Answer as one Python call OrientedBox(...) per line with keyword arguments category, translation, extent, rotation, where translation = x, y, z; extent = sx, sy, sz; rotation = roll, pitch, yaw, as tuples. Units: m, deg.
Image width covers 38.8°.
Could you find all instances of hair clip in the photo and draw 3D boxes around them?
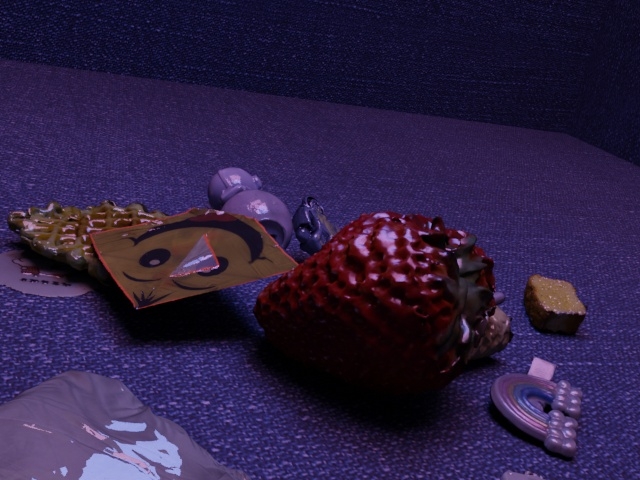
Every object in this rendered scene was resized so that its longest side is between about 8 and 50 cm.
OrientedBox(category="hair clip", translation=(0.325, 0.246, 1.377), extent=(0.140, 0.054, 0.220), rotation=(24, 24, 11))

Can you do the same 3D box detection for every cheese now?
OrientedBox(category="cheese", translation=(0.223, 0.153, 1.504), extent=(0.167, 0.094, 0.123), rotation=(-8, 35, -39))

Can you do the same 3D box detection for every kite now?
OrientedBox(category="kite", translation=(-0.214, 0.025, 1.428), extent=(0.377, 0.013, 0.327), rotation=(8, 30, 14))

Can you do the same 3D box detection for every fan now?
OrientedBox(category="fan", translation=(-0.467, 0.023, 1.550), extent=(0.190, 0.009, 0.329), rotation=(7, 20, -16))

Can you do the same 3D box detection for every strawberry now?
OrientedBox(category="strawberry", translation=(0.076, 0.097, 1.340), extent=(0.351, 0.267, 0.312), rotation=(-15, -2, 28))

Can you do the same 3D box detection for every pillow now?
OrientedBox(category="pillow", translation=(-0.221, 0.253, 0.857), extent=(0.283, 0.138, 0.310), rotation=(27, 24, 15))

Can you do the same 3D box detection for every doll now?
OrientedBox(category="doll", translation=(-0.151, -0.060, 1.771), extent=(0.151, 0.151, 0.287), rotation=(4, 24, -23))

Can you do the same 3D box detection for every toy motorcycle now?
OrientedBox(category="toy motorcycle", translation=(0.000, 0.000, 1.729), extent=(0.124, 0.061, 0.193), rotation=(-10, 68, -58))

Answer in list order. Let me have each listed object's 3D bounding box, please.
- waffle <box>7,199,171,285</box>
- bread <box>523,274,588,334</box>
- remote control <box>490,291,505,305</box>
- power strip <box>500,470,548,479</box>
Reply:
OrientedBox(category="waffle", translation=(-0.371, -0.003, 1.598), extent=(0.297, 0.073, 0.317), rotation=(20, 21, 28))
OrientedBox(category="bread", translation=(0.454, 0.127, 1.772), extent=(0.103, 0.065, 0.187), rotation=(13, 17, -4))
OrientedBox(category="remote control", translation=(0.184, 0.082, 1.526), extent=(0.261, 0.029, 0.067), rotation=(6, 12, 44))
OrientedBox(category="power strip", translation=(0.262, 0.339, 1.076), extent=(0.081, 0.035, 0.192), rotation=(13, 19, -2))
